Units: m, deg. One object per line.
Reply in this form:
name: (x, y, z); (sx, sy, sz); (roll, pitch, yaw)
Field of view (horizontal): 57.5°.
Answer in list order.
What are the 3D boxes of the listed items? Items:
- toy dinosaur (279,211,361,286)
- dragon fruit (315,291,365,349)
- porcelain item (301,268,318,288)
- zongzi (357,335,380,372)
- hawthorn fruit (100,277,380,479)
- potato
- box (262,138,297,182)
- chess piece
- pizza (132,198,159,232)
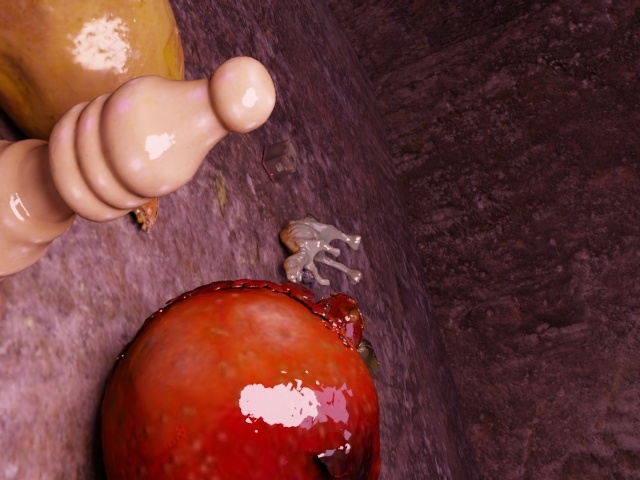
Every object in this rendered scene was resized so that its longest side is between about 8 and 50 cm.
toy dinosaur: (0.000, 0.000, 1.301); (0.205, 0.092, 0.393); (21, 29, -18)
dragon fruit: (0.025, 0.222, 1.176); (0.125, 0.125, 0.246); (17, 72, -34)
porcelain item: (-0.030, 0.077, 1.280); (0.083, 0.028, 0.036); (48, 63, -47)
zongzi: (0.096, 0.259, 1.459); (0.109, 0.055, 0.119); (53, 13, -41)
hawthorn fruit: (-0.074, 0.194, 0.586); (0.316, 0.315, 0.316); (-19, 90, -73)
potato: (-0.246, -0.184, 0.640); (0.229, 0.229, 0.266); (-88, 169, -50)
box: (-0.090, -0.185, 1.321); (0.085, 0.063, 0.060); (-89, 154, -52)
chess piece: (-0.179, -0.066, 0.484); (0.139, 0.307, 0.124); (-35, 104, -73)
pizza: (-0.243, -0.067, 0.782); (0.099, 0.029, 0.100); (-84, 153, -71)
